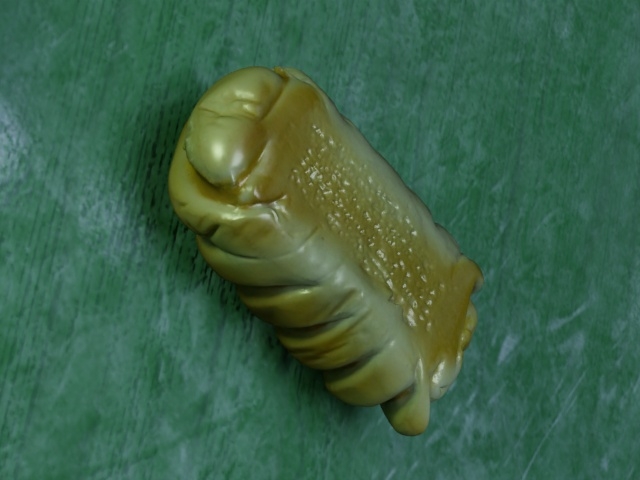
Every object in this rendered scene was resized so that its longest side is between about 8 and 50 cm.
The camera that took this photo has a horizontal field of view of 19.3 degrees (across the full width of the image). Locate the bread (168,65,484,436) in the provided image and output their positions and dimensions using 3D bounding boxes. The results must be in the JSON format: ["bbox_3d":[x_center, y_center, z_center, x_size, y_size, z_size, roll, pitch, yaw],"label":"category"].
[{"bbox_3d":[0.000,0.000,1.451,0.311,0.121,0.173,49,50,-26],"label":"bread"}]
